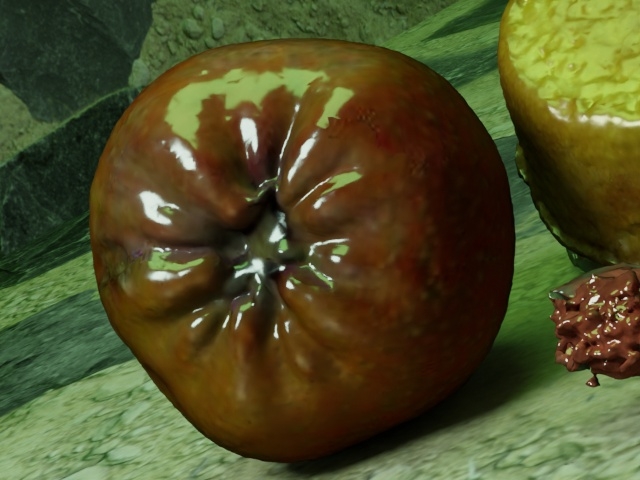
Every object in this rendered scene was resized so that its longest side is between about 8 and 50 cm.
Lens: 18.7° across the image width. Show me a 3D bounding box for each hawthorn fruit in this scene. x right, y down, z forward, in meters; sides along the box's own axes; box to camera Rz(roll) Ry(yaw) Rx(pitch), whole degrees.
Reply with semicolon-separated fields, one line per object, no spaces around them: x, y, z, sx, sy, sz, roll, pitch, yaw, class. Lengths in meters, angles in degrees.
0.000;0.000;1.272;0.277;0.277;0.298;-20;1;21;hawthorn fruit

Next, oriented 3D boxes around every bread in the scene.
0.256;-0.116;1.279;0.312;0.172;0.312;-19;40;17;bread

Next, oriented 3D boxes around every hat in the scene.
0.252;0.014;1.016;0.286;0.107;0.237;-13;-2;26;hat

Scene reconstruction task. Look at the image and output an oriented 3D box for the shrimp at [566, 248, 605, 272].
0.285;-0.026;1.341;0.251;0.052;0.143;-21;25;31;shrimp
